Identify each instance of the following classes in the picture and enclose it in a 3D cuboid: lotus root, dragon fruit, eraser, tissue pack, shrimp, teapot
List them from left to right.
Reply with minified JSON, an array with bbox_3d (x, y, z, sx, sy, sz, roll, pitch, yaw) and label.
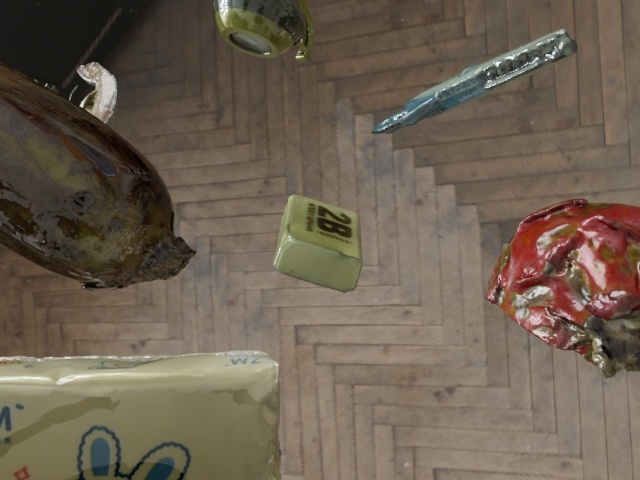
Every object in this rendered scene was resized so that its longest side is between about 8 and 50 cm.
[{"bbox_3d":[-0.325,-0.077,0.809,0.397,0.196,0.179,37,77,-9],"label":"lotus root"},{"bbox_3d":[-0.360,-0.199,1.008,0.251,0.052,0.143,40,94,35],"label":"shrimp"},{"bbox_3d":[-0.123,0.145,0.428,0.196,0.092,0.148,-1,84,-8],"label":"tissue pack"},{"bbox_3d":[-0.066,-0.314,0.958,0.130,0.166,0.119,11,79,42],"label":"teapot"},{"bbox_3d":[0.000,0.000,0.997,0.117,0.172,0.058,18,114,-6],"label":"eraser"},{"bbox_3d":[0.310,0.049,0.717,0.262,0.211,0.134,8,116,11],"label":"dragon fruit"}]

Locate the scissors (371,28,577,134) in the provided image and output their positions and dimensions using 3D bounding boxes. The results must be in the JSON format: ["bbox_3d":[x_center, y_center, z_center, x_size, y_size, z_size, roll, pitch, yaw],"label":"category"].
[{"bbox_3d":[0.178,-0.184,0.829,0.289,0.138,0.041,-12,109,55],"label":"scissors"}]
